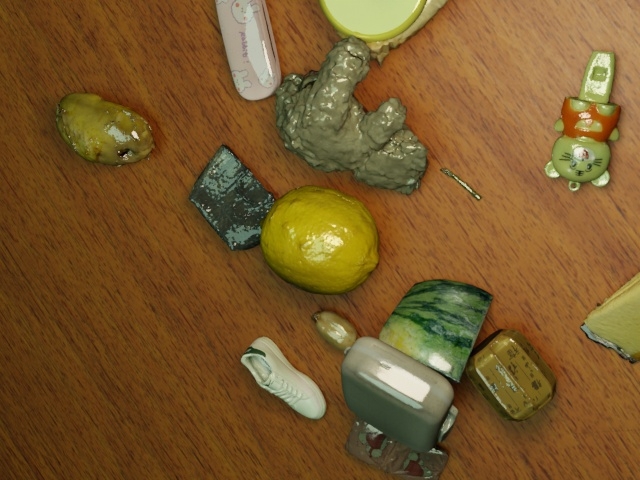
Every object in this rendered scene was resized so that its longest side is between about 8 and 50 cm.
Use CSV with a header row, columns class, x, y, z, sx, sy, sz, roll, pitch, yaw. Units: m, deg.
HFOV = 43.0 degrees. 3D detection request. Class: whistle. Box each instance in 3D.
class,x,y,z,sx,sy,sz,roll,pitch,yaw
whistle,0.543,-0.237,1.648,0.131,0.106,0.289,12,108,14

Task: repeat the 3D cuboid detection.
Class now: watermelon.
class,x,y,z,sx,sy,sz,roll,pitch,yaw
watermelon,0.270,0.219,1.854,0.212,0.262,0.201,20,143,23

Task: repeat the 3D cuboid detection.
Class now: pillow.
class,x,y,z,sx,sy,sz,roll,pitch,yaw
pillow,0.189,0.525,2.031,0.248,0.049,0.135,23,112,14

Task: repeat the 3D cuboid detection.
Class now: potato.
class,x,y,z,sx,sy,sz,roll,pitch,yaw
potato,-0.570,-0.286,2.126,0.300,0.140,0.173,20,104,20

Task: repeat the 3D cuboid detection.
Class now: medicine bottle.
class,x,y,z,sx,sy,sz,roll,pitch,yaw
medicine bottle,0.170,0.357,1.842,0.282,0.375,0.123,27,68,16

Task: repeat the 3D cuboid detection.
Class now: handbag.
class,x,y,z,sx,sy,sz,roll,pitch,yaw
handbag,-0.210,-0.095,2.049,0.175,0.088,0.270,-43,84,18

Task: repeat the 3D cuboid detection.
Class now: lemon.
class,x,y,z,sx,sy,sz,roll,pitch,yaw
lemon,0.002,0.001,1.875,0.283,0.260,0.261,-2,102,32

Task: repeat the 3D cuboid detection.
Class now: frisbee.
class,x,y,z,sx,sy,sz,roll,pitch,yaw
frisbee,0.104,-0.519,1.636,0.235,0.017,0.236,4,111,10

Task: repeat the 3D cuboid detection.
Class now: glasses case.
class,x,y,z,sx,sy,sz,roll,pitch,yaw
glasses case,-0.172,-0.483,1.931,0.113,0.075,0.297,-10,99,24

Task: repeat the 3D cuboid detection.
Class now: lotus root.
class,x,y,z,sx,sy,sz,roll,pitch,yaw
lotus root,0.044,0.225,2.015,0.150,0.062,0.073,38,92,10

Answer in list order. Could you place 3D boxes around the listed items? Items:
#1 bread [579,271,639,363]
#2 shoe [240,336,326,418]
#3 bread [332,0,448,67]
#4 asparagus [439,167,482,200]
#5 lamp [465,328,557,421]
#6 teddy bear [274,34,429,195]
class,x,y,z,sx,sy,sz,roll,pitch,yaw
bread,0.815,0.135,1.662,0.345,0.242,0.405,40,149,7
shoe,-0.103,0.370,2.092,0.265,0.110,0.095,46,115,11
bread,0.174,-0.572,1.712,0.236,0.183,0.388,44,111,-7
asparagus,0.316,-0.129,1.830,0.114,0.014,0.015,42,99,11
lamp,0.424,0.300,1.810,0.185,0.161,0.161,49,117,5
teddy bear,0.087,-0.242,1.804,0.367,0.225,0.357,29,159,-20
